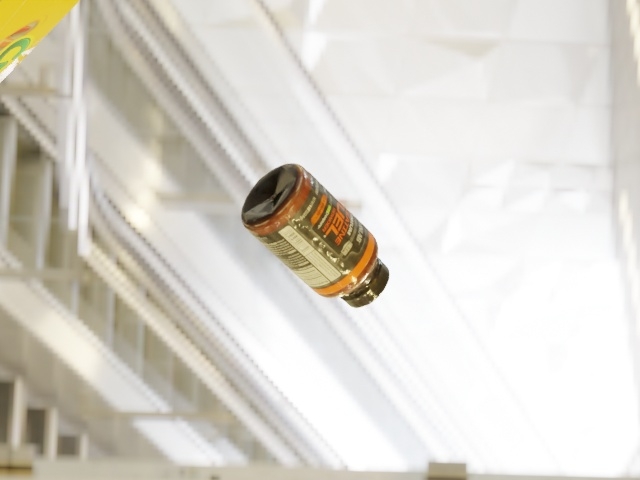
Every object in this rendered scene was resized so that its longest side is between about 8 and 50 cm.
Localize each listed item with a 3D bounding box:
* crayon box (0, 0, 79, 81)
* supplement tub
[{"bbox_3d":[-0.439,-0.156,1.568,0.106,0.363,0.313,54,24,9],"label":"crayon box"},{"bbox_3d":[0.000,0.000,2.055,0.198,0.106,0.106,43,25,-31],"label":"supplement tub"}]
